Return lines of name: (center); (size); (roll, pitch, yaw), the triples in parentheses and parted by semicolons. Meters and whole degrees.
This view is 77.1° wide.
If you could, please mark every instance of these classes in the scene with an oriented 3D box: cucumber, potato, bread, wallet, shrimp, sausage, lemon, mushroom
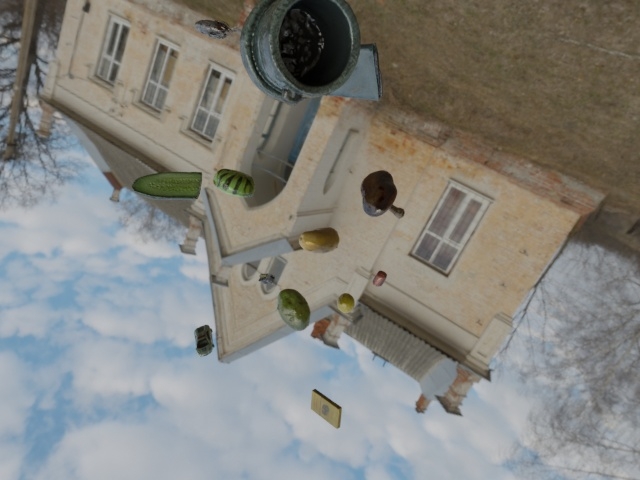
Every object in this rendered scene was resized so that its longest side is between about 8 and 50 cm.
cucumber: (-0.569, -0.197, 1.501); (0.243, 0.063, 0.115); (1, -113, -14)
potato: (-0.148, 0.389, 2.274); (0.254, 0.186, 0.148); (66, -157, 5)
bread: (-0.261, -0.179, 1.234); (0.129, 0.071, 0.139); (15, -166, -20)
wallet: (0.040, -0.596, 1.416); (0.378, 0.191, 0.046); (17, -126, 32)
shrimp: (-0.323, -0.657, 1.252); (0.164, 0.057, 0.065); (22, -167, 16)
potato: (0.000, 0.000, 2.032); (0.233, 0.150, 0.146); (-15, -109, -43)
sausage: (0.311, 0.203, 2.107); (0.054, 0.094, 0.059); (34, -154, 15)
lemon: (0.152, 0.376, 2.411); (0.108, 0.133, 0.109); (-10, -145, 7)
mushroom: (0.256, -0.136, 1.505); (0.217, 0.147, 0.227); (40, -143, -31)

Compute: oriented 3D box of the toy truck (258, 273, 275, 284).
toy truck: (-0.333, 0.233, 2.483); (0.123, 0.063, 0.052); (-7, 146, 46)

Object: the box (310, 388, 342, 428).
box: (0.021, 0.651, 1.560); (0.023, 0.087, 0.155); (-2, -167, -42)

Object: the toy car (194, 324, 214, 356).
toy car: (-0.613, 0.522, 2.108); (0.095, 0.056, 0.205); (-21, -147, -8)

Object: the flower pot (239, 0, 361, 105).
flower pot: (-0.054, -0.493, 1.058); (0.298, 0.300, 0.283); (14, -166, -32)
